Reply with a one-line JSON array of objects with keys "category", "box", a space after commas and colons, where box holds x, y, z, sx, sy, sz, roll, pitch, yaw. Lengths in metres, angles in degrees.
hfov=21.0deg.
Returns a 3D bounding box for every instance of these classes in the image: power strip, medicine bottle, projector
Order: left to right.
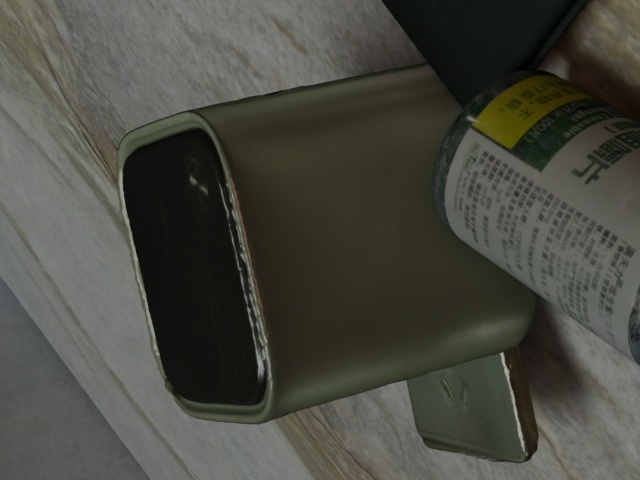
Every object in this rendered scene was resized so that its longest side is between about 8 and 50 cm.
[{"category": "projector", "box": [0.000, 0.000, 1.425, 0.248, 0.249, 0.248, -9, 94, 65]}, {"category": "power strip", "box": [0.139, 0.088, 1.557, 0.198, 0.064, 0.213, 3, 108, 63]}, {"category": "medicine bottle", "box": [0.218, 0.001, 1.189, 0.293, 0.141, 0.141, 38, 150, 40]}]

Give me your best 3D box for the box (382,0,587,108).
[{"category": "box", "box": [0.118, -0.198, 1.258, 0.160, 0.050, 0.230, 54, 157, 10]}]
